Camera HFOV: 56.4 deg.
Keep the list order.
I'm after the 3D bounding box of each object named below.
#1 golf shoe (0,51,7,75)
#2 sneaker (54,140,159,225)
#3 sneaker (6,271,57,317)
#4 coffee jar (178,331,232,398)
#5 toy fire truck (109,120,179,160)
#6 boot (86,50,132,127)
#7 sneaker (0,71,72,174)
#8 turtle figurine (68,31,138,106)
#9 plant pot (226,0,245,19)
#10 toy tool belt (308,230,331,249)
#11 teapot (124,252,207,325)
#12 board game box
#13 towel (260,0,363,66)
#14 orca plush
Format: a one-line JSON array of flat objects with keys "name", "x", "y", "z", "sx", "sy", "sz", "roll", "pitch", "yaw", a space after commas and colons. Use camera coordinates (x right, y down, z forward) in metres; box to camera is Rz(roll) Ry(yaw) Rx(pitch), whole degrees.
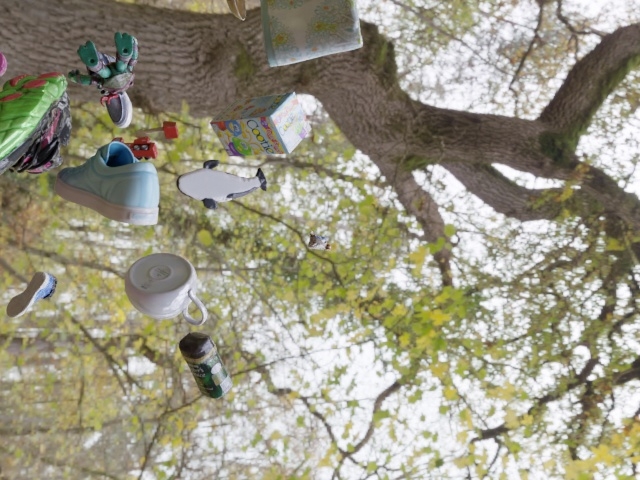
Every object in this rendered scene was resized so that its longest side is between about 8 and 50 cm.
[{"name": "golf shoe", "x": -0.911, "y": -0.447, "z": 1.468, "sx": 0.140, "sy": 0.306, "sz": 0.115, "roll": 106, "pitch": -6, "yaw": -81}, {"name": "sneaker", "x": -0.446, "y": -0.139, "z": 1.273, "sx": 0.366, "sy": 0.135, "sz": 0.150, "roll": 18, "pitch": -80, "yaw": 39}, {"name": "sneaker", "x": -0.793, "y": 0.156, "z": 1.655, "sx": 0.058, "sy": 0.084, "sz": 0.152, "roll": 34, "pitch": -97, "yaw": 15}, {"name": "coffee jar", "x": -0.312, "y": 0.337, "z": 1.620, "sx": 0.096, "sy": 0.079, "sz": 0.184, "roll": 7, "pitch": -54, "yaw": 40}, {"name": "toy fire truck", "x": -0.535, "y": -0.302, "z": 1.805, "sx": 0.047, "sy": 0.192, "sz": 0.135, "roll": 89, "pitch": 0, "yaw": -47}, {"name": "boot", "x": -0.527, "y": -0.372, "z": 1.468, "sx": 0.069, "sy": 0.086, "sz": 0.190, "roll": -20, "pitch": -99, "yaw": 21}, {"name": "sneaker", "x": -0.632, "y": -0.226, "z": 1.290, "sx": 0.483, "sy": 0.185, "sz": 0.202, "roll": -95, "pitch": 178, "yaw": -62}, {"name": "turtle figurine", "x": -0.478, "y": -0.397, "z": 1.367, "sx": 0.118, "sy": 0.175, "sz": 0.234, "roll": 51, "pitch": -13, "yaw": -9}, {"name": "plant pot", "x": -0.274, "y": -0.802, "z": 1.842, "sx": 0.236, "sy": 0.032, "sz": 0.236, "roll": -7, "pitch": 90, "yaw": -84}, {"name": "toy tool belt", "x": 0.000, "y": 0.000, "z": 1.796, "sx": 0.052, "sy": 0.083, "sz": 0.051, "roll": -7, "pitch": -102, "yaw": 50}, {"name": "teapot", "x": -0.530, "y": 0.178, "z": 2.016, "sx": 0.256, "sy": 0.252, "sz": 0.187, "roll": -118, "pitch": -154, "yaw": -47}, {"name": "board game box", "x": -0.195, "y": -0.371, "z": 1.935, "sx": 0.275, "sy": 0.144, "sz": 0.142, "roll": 4, "pitch": -45, "yaw": 39}, {"name": "towel", "x": -0.039, "y": -0.773, "z": 1.994, "sx": 0.320, "sy": 0.090, "sz": 0.374, "roll": -11, "pitch": -110, "yaw": 12}, {"name": "orca plush", "x": -0.322, "y": -0.186, "z": 1.896, "sx": 0.102, "sy": 0.287, "sz": 0.151, "roll": 7, "pitch": -65, "yaw": 63}]
